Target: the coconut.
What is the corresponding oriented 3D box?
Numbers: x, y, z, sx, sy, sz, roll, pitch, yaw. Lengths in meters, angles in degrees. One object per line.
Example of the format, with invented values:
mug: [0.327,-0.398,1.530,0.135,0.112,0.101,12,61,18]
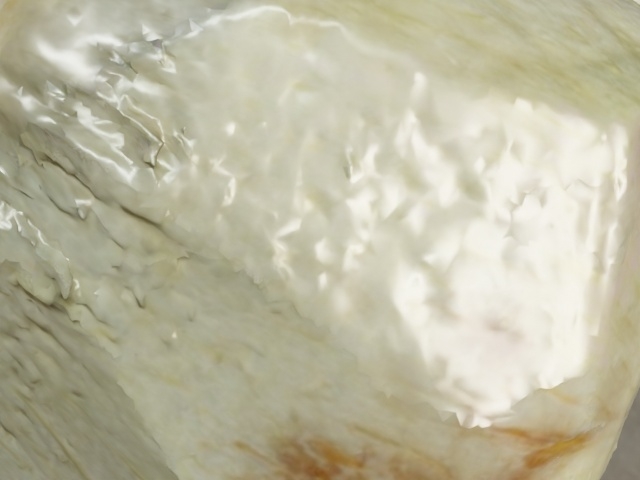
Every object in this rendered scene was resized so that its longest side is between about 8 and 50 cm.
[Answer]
coconut: [0.000,0.000,0.747,0.415,0.345,0.415,14,161,5]
